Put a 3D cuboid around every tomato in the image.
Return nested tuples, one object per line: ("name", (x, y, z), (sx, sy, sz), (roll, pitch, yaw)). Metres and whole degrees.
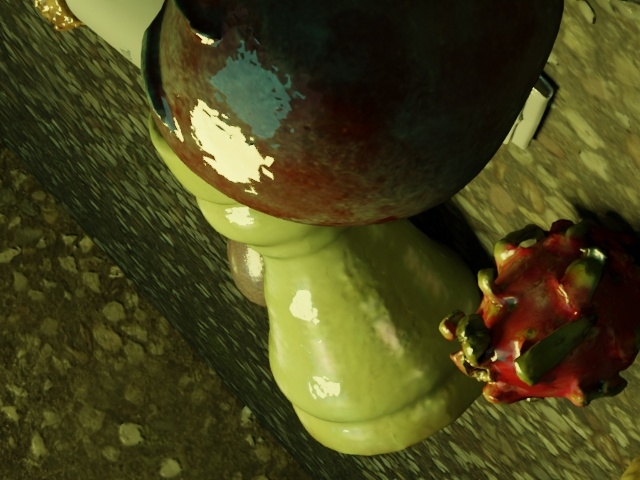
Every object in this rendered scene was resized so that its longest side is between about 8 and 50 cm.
("tomato", (0.016, -0.167, 1.290), (0.282, 0.317, 0.317), (19, 166, -5))

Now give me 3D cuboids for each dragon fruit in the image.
("dragon fruit", (0.199, 0.066, 1.626), (0.160, 0.172, 0.166), (40, 163, 28))

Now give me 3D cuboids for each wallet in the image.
("wallet", (0.158, -0.116, 1.576), (0.061, 0.025, 0.122), (39, 164, 9))

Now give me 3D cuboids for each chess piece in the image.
("chess piece", (0.000, 0.000, 1.874), (0.234, 0.234, 0.442), (33, 161, 45))

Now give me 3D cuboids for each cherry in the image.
("cherry", (-0.027, -0.016, 2.087), (0.148, 0.188, 0.115), (54, 153, -13))

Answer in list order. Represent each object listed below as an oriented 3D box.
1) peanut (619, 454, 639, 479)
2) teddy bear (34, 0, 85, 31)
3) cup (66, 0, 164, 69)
("peanut", (0.362, 0.288, 1.763), (0.143, 0.159, 0.291), (26, 174, -23))
("teddy bear", (-0.263, -0.334, 1.837), (0.222, 0.246, 0.296), (-15, 88, 54))
("cup", (-0.036, -0.184, 1.595), (0.317, 0.212, 0.212), (40, 163, 25))
